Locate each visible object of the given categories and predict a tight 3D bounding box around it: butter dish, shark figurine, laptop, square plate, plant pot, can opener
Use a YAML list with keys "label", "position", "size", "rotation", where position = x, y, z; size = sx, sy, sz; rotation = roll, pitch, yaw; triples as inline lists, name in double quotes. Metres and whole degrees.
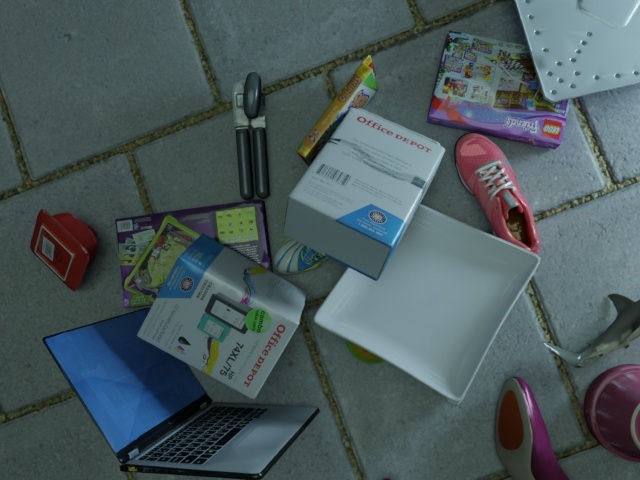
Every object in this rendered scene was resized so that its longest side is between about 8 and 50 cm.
- label: "butter dish"
  position: [-0.563, 0.005, 1.516]
  size: [0.160, 0.118, 0.160]
  rotation: [42, 132, 6]
- label: "shark figurine"
  position: [0.622, 0.173, 1.411]
  size: [0.278, 0.166, 0.116]
  rotation: [-38, 57, 19]
- label: "laptop"
  position: [-0.248, 0.276, 1.312]
  size: [0.407, 0.382, 0.237]
  rotation: [-1, 93, 15]
- label: "square plate"
  position: [0.216, 0.107, 1.369]
  size: [0.344, 0.049, 0.347]
  rotation: [27, 71, 26]
- label: "plant pot"
  position: [0.657, 0.357, 1.338]
  size: [0.201, 0.180, 0.201]
  rotation: [0, 86, 6]
- label: "can opener"
  position: [-0.161, -0.233, 1.504]
  size: [0.074, 0.093, 0.281]
  rotation: [-4, 91, 4]

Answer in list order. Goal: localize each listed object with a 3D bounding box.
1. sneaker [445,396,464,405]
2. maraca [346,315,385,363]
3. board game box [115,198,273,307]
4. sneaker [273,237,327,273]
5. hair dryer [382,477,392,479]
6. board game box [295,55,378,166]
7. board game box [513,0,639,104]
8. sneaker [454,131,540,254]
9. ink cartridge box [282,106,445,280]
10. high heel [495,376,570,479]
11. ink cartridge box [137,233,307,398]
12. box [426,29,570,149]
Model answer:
- label: "sneaker"
  position: [0.267, 0.238, 1.439]
  size: [0.115, 0.090, 0.232]
  rotation: [0, 77, 12]
- label: "maraca"
  position: [0.115, 0.173, 1.444]
  size: [0.127, 0.099, 0.186]
  rotation: [7, 77, -11]
- label: "board game box"
  position: [-0.287, 0.031, 1.518]
  size: [0.346, 0.056, 0.208]
  rotation: [-7, 82, 5]
- label: "sneaker"
  position: [0.000, 0.000, 1.450]
  size: [0.240, 0.126, 0.091]
  rotation: [-28, 84, 3]
- label: "hair dryer"
  position: [0.046, 0.607, 1.432]
  size: [0.293, 0.080, 0.224]
  rotation: [-29, 84, 3]
- label: "board game box"
  position: [0.046, -0.277, 1.463]
  size: [0.039, 0.124, 0.259]
  rotation: [35, 90, 13]
- label: "board game box"
  position: [0.613, -0.506, 1.425]
  size: [0.389, 0.050, 0.390]
  rotation: [-13, 78, 0]
- label: "sneaker"
  position: [0.390, -0.099, 1.414]
  size: [0.115, 0.136, 0.314]
  rotation: [-26, 84, 2]
- label: "ink cartridge box"
  position: [0.092, -0.104, 1.370]
  size: [0.223, 0.129, 0.307]
  rotation: [26, 53, 10]
- label: "high heel"
  position: [0.483, 0.475, 1.408]
  size: [0.181, 0.127, 0.377]
  rotation: [-1, 81, -23]
- label: "ink cartridge box"
  position: [-0.194, 0.152, 1.387]
  size: [0.270, 0.197, 0.198]
  rotation: [29, 104, -4]
- label: "box"
  position: [0.400, -0.331, 1.467]
  size: [0.293, 0.057, 0.201]
  rotation: [14, 86, 6]
